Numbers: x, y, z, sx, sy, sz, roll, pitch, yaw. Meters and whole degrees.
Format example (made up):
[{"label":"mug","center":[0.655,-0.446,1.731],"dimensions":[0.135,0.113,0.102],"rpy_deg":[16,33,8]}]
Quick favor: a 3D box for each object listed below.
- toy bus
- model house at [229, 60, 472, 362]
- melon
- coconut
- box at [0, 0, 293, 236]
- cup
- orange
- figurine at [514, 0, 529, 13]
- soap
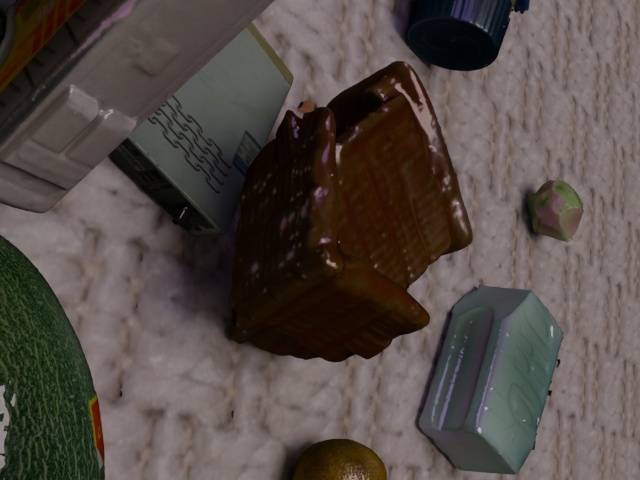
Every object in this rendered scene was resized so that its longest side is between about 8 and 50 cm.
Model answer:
[{"label":"toy bus","center":[-0.127,-0.125,0.565],"dimensions":[0.092,0.268,0.106],"rpy_deg":[27,30,-52]},{"label":"model house","center":[0.001,-0.001,0.781],"dimensions":[0.229,0.199,0.220],"rpy_deg":[-38,104,-46]},{"label":"melon","center":[-0.207,0.130,0.499],"dimensions":[0.182,0.182,0.288],"rpy_deg":[-7,94,-53]},{"label":"coconut","center":[0.329,-0.044,1.314],"dimensions":[0.083,0.081,0.082],"rpy_deg":[-41,154,-63]},{"label":"box","center":[-0.136,-0.150,0.738],"dimensions":[0.270,0.045,0.211],"rpy_deg":[47,51,-39]},{"label":"cup","center":[0.174,-0.284,1.115],"dimensions":[0.176,0.131,0.155],"rpy_deg":[66,38,-63]},{"label":"orange","center":[0.020,0.224,0.863],"dimensions":[0.095,0.085,0.085],"rpy_deg":[2,84,-49]},{"label":"figurine","center":[0.226,-0.429,1.204],"dimensions":[0.262,0.120,0.164],"rpy_deg":[67,37,-46]},{"label":"soap","center":[0.212,0.157,1.121],"dimensions":[0.145,0.091,0.230],"rpy_deg":[50,50,-37]}]
